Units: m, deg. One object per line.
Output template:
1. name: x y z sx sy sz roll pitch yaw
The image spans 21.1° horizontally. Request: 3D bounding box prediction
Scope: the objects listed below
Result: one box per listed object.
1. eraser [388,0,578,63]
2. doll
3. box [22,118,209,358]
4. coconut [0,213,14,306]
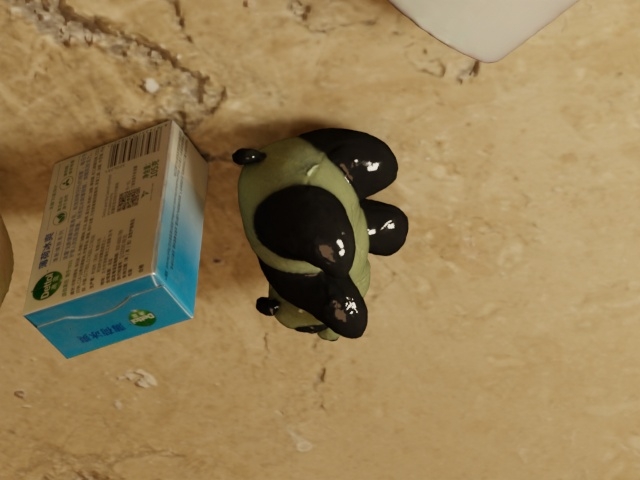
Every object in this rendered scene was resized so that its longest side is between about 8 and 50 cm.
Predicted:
1. eraser: 0.172 -0.265 1.336 0.174 0.095 0.270 32 129 -28
2. doll: 0.000 -0.002 1.608 0.135 0.143 0.234 13 143 25
3. box: -0.183 -0.002 1.563 0.139 0.194 0.073 -19 133 22
4. coconut: -0.407 -0.009 1.546 0.239 0.239 0.244 -4 142 8
